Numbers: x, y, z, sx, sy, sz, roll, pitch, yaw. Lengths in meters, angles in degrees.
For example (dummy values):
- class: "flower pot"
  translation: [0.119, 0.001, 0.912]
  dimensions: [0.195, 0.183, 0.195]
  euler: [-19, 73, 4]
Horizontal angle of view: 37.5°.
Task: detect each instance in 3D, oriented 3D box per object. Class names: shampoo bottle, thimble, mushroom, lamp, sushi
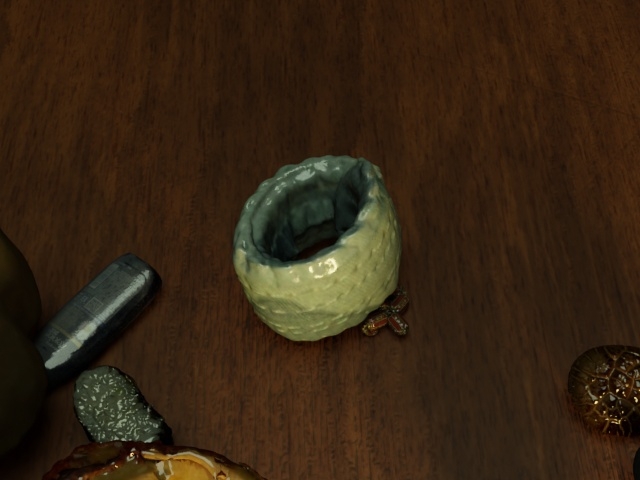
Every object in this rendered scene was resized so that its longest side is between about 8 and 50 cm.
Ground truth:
- class: "shampoo bottle"
  translation: [-0.319, 0.115, 1.279]
  dimensions: [0.087, 0.049, 0.233]
  euler: [30, 62, 25]
- class: "thimble"
  translation: [0.000, 0.000, 1.251]
  dimensions: [0.205, 0.172, 0.250]
  euler: [30, 64, 36]
- class: "mushroom"
  translation: [0.369, 0.182, 1.159]
  dimensions: [0.126, 0.085, 0.109]
  euler: [-7, 55, 6]
- class: "lamp"
  translation: [0.091, 0.092, 1.280]
  dimensions: [0.063, 0.031, 0.083]
  euler: [5, 51, 6]
- class: "sushi"
  translation: [-0.249, 0.226, 1.178]
  dimensions: [0.090, 0.078, 0.150]
  euler: [-42, 63, -16]

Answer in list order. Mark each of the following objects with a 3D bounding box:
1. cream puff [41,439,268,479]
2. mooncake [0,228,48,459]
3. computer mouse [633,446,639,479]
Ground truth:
- class: "cream puff"
  translation: [-0.200, 0.376, 0.974]
  dimensions: [0.350, 0.228, 0.350]
  euler: [11, 56, -17]
- class: "mooncake"
  translation: [-0.574, 0.134, 1.136]
  dimensions: [0.467, 0.262, 0.467]
  euler: [-9, 54, 12]
- class: "computer mouse"
  translation: [0.455, 0.333, 1.044]
  dimensions: [0.147, 0.088, 0.264]
  euler: [-27, 55, -37]
